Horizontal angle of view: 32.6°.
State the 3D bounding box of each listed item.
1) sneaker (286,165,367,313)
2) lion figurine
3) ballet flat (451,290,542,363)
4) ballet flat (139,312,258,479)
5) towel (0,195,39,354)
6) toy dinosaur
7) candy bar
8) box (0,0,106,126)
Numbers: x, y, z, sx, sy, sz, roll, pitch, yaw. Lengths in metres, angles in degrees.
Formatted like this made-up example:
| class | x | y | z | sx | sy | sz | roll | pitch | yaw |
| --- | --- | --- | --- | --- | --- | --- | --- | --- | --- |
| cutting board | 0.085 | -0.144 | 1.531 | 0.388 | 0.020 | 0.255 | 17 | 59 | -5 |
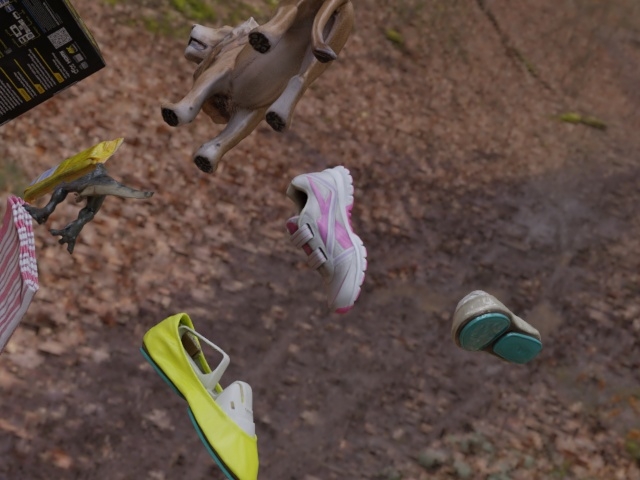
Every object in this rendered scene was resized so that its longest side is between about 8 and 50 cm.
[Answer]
| class | x | y | z | sx | sy | sz | roll | pitch | yaw |
| --- | --- | --- | --- | --- | --- | --- | --- | --- | --- |
| sneaker | 0.000 | 0.000 | 1.765 | 0.111 | 0.252 | 0.103 | -1 | -25 | -21 |
| lion figurine | -0.053 | -0.220 | 1.306 | 0.392 | 0.240 | 0.142 | -14 | -59 | 50 |
| ballet flat | 0.226 | 0.113 | 1.488 | 0.086 | 0.086 | 0.248 | 25 | -4 | 33 |
| ballet flat | -0.122 | 0.169 | 1.224 | 0.231 | 0.077 | 0.077 | 49 | 2 | 32 |
| towel | -0.428 | 0.050 | 1.481 | 0.029 | 0.144 | 0.197 | 16 | 34 | -31 |
| toy dinosaur | -0.298 | -0.053 | 1.359 | 0.064 | 0.118 | 0.268 | 51 | -12 | -28 |
| candy bar | -0.254 | -0.070 | 1.108 | 0.161 | 0.040 | 0.018 | -19 | -59 | 45 |
| box | -0.480 | -0.300 | 1.509 | 0.079 | 0.257 | 0.322 | 61 | 0 | 35 |
